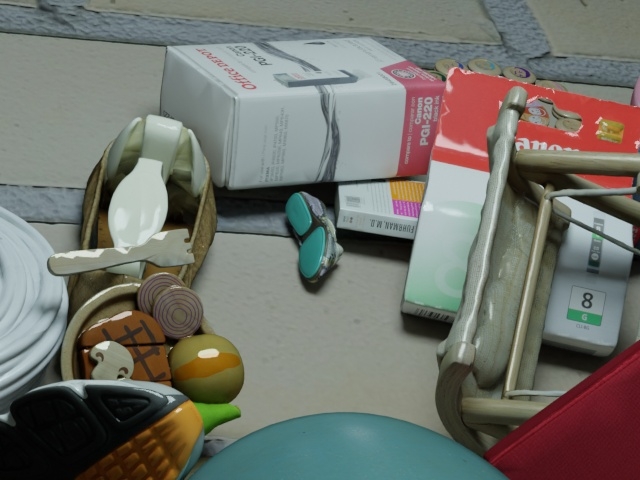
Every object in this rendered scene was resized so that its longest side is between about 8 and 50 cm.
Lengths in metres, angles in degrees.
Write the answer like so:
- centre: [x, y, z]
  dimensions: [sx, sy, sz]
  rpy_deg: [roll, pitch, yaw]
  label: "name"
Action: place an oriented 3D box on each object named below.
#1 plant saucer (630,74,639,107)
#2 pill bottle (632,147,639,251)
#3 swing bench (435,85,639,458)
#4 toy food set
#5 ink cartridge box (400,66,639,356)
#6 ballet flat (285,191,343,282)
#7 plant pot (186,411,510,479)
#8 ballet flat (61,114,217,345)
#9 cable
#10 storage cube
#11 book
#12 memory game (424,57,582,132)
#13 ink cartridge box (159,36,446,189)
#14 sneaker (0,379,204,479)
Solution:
- centre: [0.457, -0.075, 1.835]
  dimensions: [0.332, 0.084, 0.332]
  rpy_deg: [10, 33, -7]
  label: "plant saucer"
- centre: [0.256, -0.036, 1.679]
  dimensions: [0.180, 0.108, 0.108]
  rpy_deg: [-13, 41, -32]
  label: "pill bottle"
- centre: [0.225, 0.052, 1.417]
  dimensions: [0.254, 0.165, 0.253]
  rpy_deg: [13, 57, 5]
  label: "swing bench"
- centre: [-0.117, 0.086, 1.321]
  dimensions: [0.132, 0.038, 0.192]
  rpy_deg: [-9, 78, -29]
  label: "toy food set"
- centre: [0.175, -0.030, 1.569]
  dimensions: [0.181, 0.225, 0.056]
  rpy_deg: [12, -12, -1]
  label: "ink cartridge box"
- centre: [0.000, 0.000, 1.598]
  dimensions: [0.041, 0.041, 0.114]
  rpy_deg: [3, 35, -16]
  label: "ballet flat"
- centre: [0.017, 0.232, 1.045]
  dimensions: [0.293, 0.293, 0.235]
  rpy_deg: [5, 20, -13]
  label: "plant pot"
- centre: [-0.141, -0.022, 1.498]
  dimensions: [0.116, 0.124, 0.342]
  rpy_deg: [11, 33, -1]
  label: "ballet flat"
- centre: [-0.313, 0.053, 1.356]
  dimensions: [0.257, 0.089, 0.257]
  rpy_deg: [-1, 35, -23]
  label: "cable"
- centre: [0.231, 0.156, 1.183]
  dimensions: [0.215, 0.193, 0.183]
  rpy_deg: [54, 0, 6]
  label: "storage cube"
- centre: [0.085, -0.025, 1.648]
  dimensions: [0.144, 0.035, 0.096]
  rpy_deg: [9, 19, -4]
  label: "book"
- centre: [0.184, -0.136, 1.891]
  dimensions: [0.186, 0.012, 0.186]
  rpy_deg: [10, 33, -6]
  label: "memory game"
- centre: [-0.018, -0.118, 1.694]
  dimensions: [0.217, 0.092, 0.158]
  rpy_deg: [-7, 25, -27]
  label: "ink cartridge box"
- centre: [-0.158, 0.138, 1.164]
  dimensions: [0.121, 0.262, 0.099]
  rpy_deg: [-25, 89, -54]
  label: "sneaker"
